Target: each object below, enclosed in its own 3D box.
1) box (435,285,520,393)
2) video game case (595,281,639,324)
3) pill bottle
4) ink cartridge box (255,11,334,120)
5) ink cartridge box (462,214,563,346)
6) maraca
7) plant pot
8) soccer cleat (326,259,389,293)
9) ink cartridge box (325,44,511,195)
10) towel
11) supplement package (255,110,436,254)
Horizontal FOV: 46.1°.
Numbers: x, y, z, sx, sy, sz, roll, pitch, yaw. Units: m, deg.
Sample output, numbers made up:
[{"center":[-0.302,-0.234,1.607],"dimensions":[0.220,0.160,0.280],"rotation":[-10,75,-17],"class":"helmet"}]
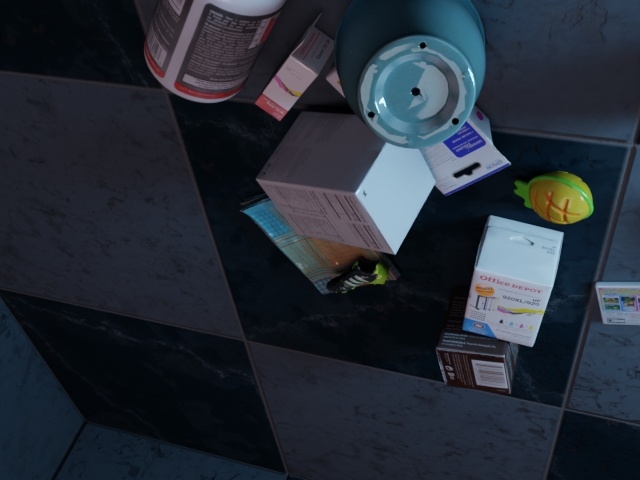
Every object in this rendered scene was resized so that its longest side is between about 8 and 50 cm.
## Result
[{"center":[0.399,0.245,1.868],"dimensions":[0.167,0.203,0.168],"rotation":[3,138,24],"class":"box"},{"center":[0.728,0.146,1.738],"dimensions":[0.157,0.019,0.143],"rotation":[-1,136,29],"class":"video game case"},{"center":[-0.175,-0.434,1.343],"dimensions":[0.210,0.210,0.363],"rotation":[30,142,-9],"class":"pill bottle"},{"center":[-0.040,-0.338,1.465],"dimensions":[0.067,0.115,0.198],"rotation":[34,141,-12],"class":"ink cartridge box"},{"center":[0.430,0.093,1.699],"dimensions":[0.171,0.168,0.232],"rotation":[13,140,13],"class":"ink cartridge box"},{"center":[0.472,-0.087,1.530],"dimensions":[0.127,0.099,0.186],"rotation":[49,161,-22],"class":"maraca"},{"center":[0.155,-0.282,1.251],"dimensions":[0.272,0.255,0.271],"rotation":[1,119,2],"class":"plant pot"},{"center":[0.089,0.087,1.907],"dimensions":[0.179,0.060,0.072],"rotation":[-14,122,29],"class":"soccer cleat"},{"center":[0.200,-0.252,1.490],"dimensions":[0.371,0.069,0.176],"rotation":[43,137,-20],"class":"ink cartridge box"},{"center":[0.000,0.000,1.910],"dimensions":[0.271,0.040,0.370],"rotation":[-15,129,39],"class":"towel"},{"center":[0.054,-0.123,1.543],"dimensions":[0.263,0.199,0.198],"rotation":[12,150,39],"class":"supplement package"}]
